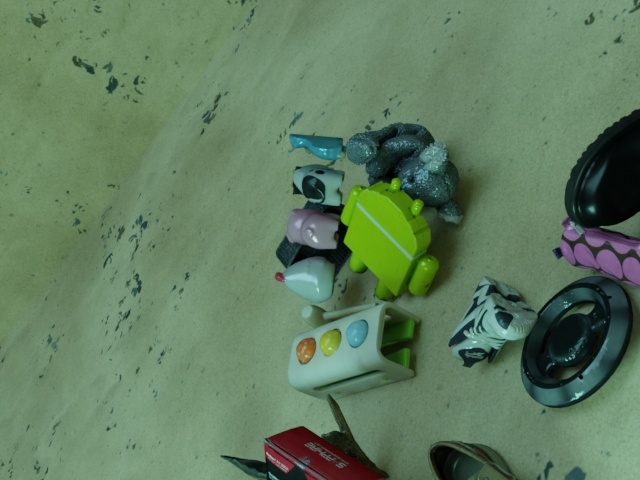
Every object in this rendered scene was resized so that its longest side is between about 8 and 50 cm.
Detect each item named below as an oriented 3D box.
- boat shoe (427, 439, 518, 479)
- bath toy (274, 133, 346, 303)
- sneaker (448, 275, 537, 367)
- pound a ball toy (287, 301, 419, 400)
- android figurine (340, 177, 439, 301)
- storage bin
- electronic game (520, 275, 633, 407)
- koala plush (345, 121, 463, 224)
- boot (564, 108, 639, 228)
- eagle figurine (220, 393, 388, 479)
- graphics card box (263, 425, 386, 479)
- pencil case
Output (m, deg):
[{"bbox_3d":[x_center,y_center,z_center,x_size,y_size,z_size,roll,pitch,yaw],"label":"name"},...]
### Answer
[{"bbox_3d":[0.269,0.410,1.650,0.123,0.116,0.324,-62,31,2],"label":"boat shoe"},{"bbox_3d":[-0.021,-0.044,2.220,0.151,0.129,0.348,-67,-18,-81],"label":"bath toy"},{"bbox_3d":[0.286,0.163,1.805,0.235,0.094,0.153,-108,40,-73],"label":"sneaker"},{"bbox_3d":[0.046,0.189,2.136,0.319,0.136,0.208,-23,49,46],"label":"pound a ball toy"},{"bbox_3d":[0.133,-0.006,2.086,0.248,0.056,0.273,46,143,25],"label":"android figurine"},{"bbox_3d":[0.000,0.000,2.360,0.180,0.122,0.084,-58,31,9],"label":"storage bin"},{"bbox_3d":[0.406,0.160,1.701,0.229,0.048,0.229,-44,28,31],"label":"electronic game"},{"bbox_3d":[0.196,-0.133,2.115,0.203,0.196,0.221,-26,28,-22],"label":"koala plush"},{"bbox_3d":[0.548,-0.111,1.548,0.348,0.131,0.260,-41,32,0],"label":"boot"},{"bbox_3d":[-0.028,0.460,2.001,0.298,0.225,0.226,-32,55,26],"label":"eagle figurine"},{"bbox_3d":[0.014,0.519,1.763,0.233,0.094,0.371,20,119,51],"label":"graphics card box"},{"bbox_3d":[0.468,0.017,1.664,0.095,0.098,0.209,-40,28,-19],"label":"pencil case"}]
